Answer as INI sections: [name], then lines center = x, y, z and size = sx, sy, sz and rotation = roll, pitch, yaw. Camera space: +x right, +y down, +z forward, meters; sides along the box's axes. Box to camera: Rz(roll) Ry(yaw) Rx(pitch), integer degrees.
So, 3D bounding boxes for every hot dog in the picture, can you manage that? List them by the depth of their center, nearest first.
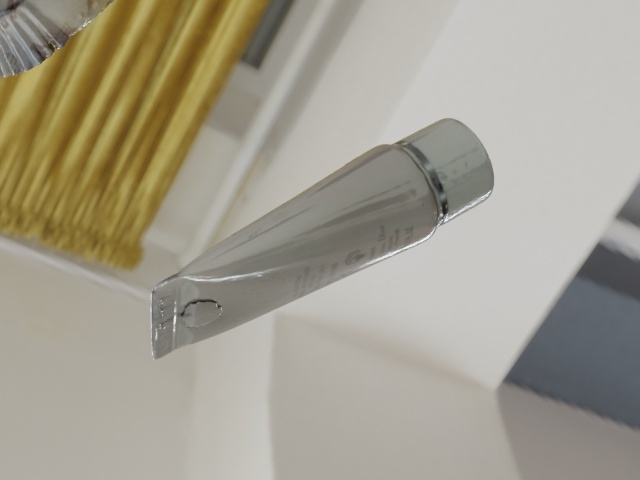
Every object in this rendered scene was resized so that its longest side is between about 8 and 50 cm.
[hot dog]
center = -0.146, -0.211, 1.033
size = 0.069, 0.253, 0.131
rotation = 48, -179, -31

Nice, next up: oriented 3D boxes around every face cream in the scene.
[face cream]
center = 0.000, 0.000, 1.208
size = 0.314, 0.143, 0.089
rotation = -30, -109, -20
